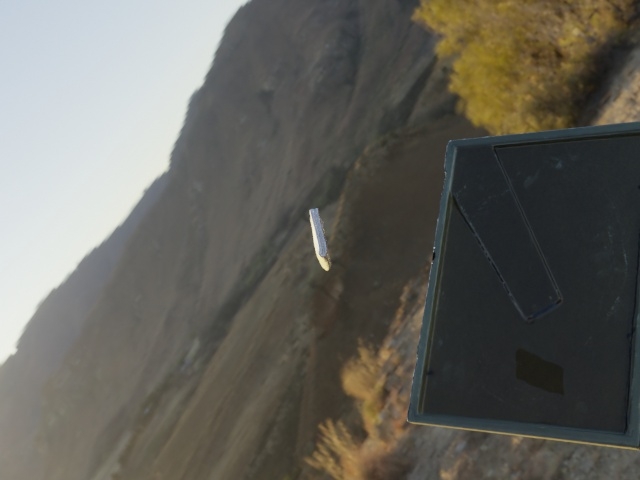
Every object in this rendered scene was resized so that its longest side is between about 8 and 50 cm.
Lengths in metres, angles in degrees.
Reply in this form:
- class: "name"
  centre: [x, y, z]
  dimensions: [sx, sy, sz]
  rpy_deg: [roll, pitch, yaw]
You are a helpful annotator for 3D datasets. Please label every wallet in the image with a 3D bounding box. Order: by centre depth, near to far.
- class: "wallet"
  centre: [0.000, 0.000, 0.749]
  dimensions: [0.011, 0.044, 0.083]
  rpy_deg: [-12, -9, 2]

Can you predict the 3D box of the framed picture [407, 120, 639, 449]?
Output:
- class: "framed picture"
  centre: [0.225, 0.038, 0.922]
  dimensions: [0.248, 0.022, 0.334]
  rpy_deg: [-2, 69, 35]
